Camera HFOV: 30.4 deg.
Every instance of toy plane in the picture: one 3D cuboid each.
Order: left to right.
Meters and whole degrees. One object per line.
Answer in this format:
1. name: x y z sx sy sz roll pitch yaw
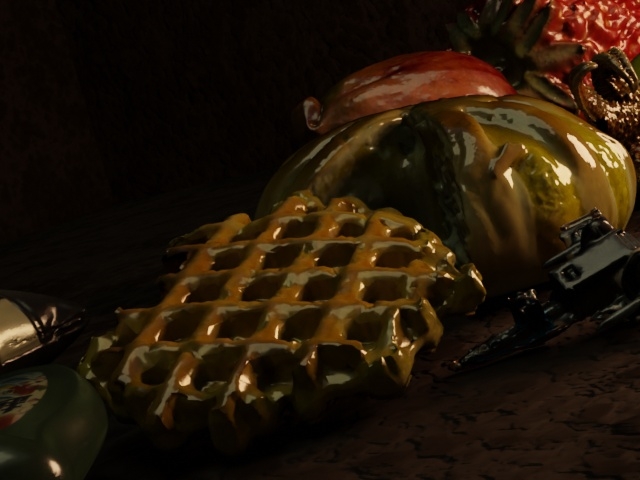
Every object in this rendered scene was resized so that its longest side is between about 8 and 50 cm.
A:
1. toy plane: 0.163 0.030 0.738 0.188 0.062 0.135 -19 34 -9

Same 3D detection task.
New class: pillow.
1. pillow: -0.329 0.111 0.952 0.186 0.106 0.250 -6 16 33

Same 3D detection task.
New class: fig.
1. fig: 0.102 -0.106 1.323 0.263 0.224 0.224 -20 8 -7

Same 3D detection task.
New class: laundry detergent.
1. laundry detergent: -0.185 0.136 0.614 0.144 0.078 0.221 -26 11 0

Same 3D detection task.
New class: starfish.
1. starfish: 0.283 -0.103 1.020 0.190 0.146 0.074 7 -28 -34

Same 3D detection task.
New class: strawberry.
1. strawberry: 0.324 -0.215 1.576 0.292 0.292 0.343 -8 -7 43

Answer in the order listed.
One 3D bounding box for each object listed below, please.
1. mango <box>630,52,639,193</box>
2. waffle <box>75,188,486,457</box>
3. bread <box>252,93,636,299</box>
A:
1. mango: 0.392 -0.144 1.183 0.273 0.149 0.185 -20 32 -9
2. waffle: -0.038 0.044 0.787 0.291 0.051 0.291 -10 28 6
3. bread: 0.098 -0.040 1.005 0.333 0.160 0.333 -12 7 2
